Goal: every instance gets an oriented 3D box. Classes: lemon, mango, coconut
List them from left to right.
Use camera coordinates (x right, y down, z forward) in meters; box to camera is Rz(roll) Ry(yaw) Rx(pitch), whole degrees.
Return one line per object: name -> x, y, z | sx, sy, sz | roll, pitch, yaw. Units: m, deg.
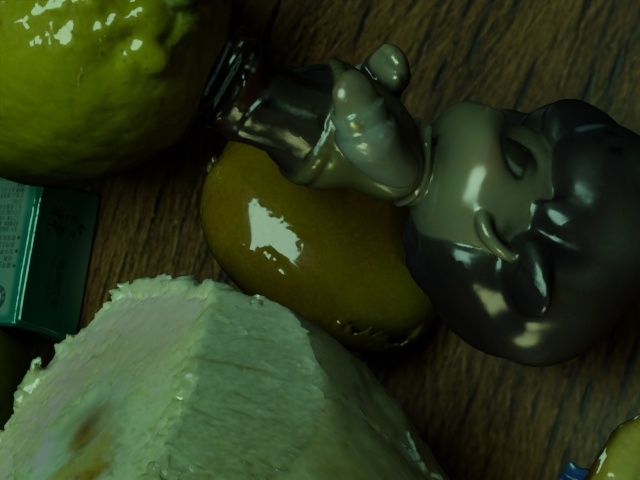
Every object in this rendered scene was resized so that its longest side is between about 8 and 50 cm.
lemon -> -0.220, -0.186, 1.538 | 0.316, 0.285, 0.285 | -53, 52, 35
coconut -> -0.071, 0.256, 1.299 | 0.404, 0.404, 0.405 | -11, 71, 33
mango -> 0.000, 0.000, 1.443 | 0.236, 0.166, 0.136 | 37, 144, 17

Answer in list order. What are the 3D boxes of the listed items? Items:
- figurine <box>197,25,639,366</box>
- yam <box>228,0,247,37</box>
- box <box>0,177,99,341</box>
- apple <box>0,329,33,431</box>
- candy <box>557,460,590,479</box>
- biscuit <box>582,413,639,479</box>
figurine -> 0.100, -0.063, 1.282 | 0.206, 0.365, 0.218 | -54, 17, -9
yam -> -0.089, -0.192, 1.620 | 0.046, 0.046, 0.264 | -32, 61, 24
box -> -0.346, 0.017, 1.715 | 0.244, 0.092, 0.153 | 2, 77, 35
apple -> -0.350, 0.156, 1.618 | 0.196, 0.196, 0.157 | -1, 67, 35
candy -> 0.176, 0.338, 1.268 | 0.187, 0.077, 0.331 | 29, 94, 29
biscuit -> 0.260, 0.231, 1.217 | 0.203, 0.041, 0.260 | 23, 72, 24
